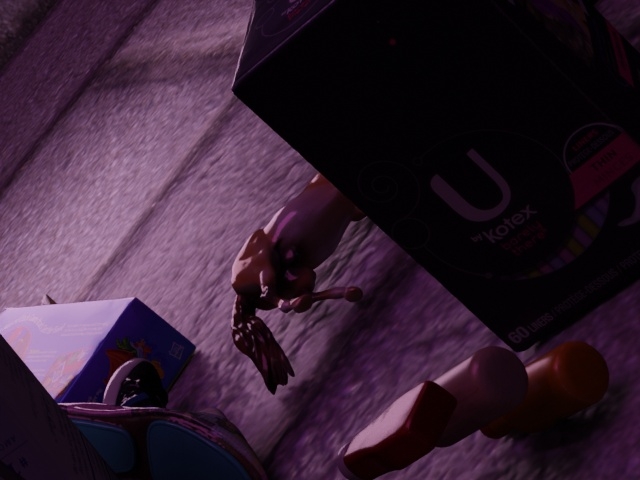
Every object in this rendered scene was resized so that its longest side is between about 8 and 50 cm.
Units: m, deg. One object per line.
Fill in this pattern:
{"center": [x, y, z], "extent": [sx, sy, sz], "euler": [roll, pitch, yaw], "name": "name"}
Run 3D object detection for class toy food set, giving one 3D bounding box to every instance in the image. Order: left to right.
{"center": [0.069, 0.149, 1.058], "extent": [0.104, 0.111, 0.232], "euler": [-41, 19, 54], "name": "toy food set"}

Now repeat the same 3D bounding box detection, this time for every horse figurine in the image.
{"center": [0.000, 0.000, 1.522], "extent": [0.263, 0.066, 0.174], "euler": [-52, 26, -17], "name": "horse figurine"}

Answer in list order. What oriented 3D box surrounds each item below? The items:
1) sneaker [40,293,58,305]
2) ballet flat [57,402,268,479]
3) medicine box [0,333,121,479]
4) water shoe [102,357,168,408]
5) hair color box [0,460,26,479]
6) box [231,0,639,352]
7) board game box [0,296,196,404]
{"center": [-0.298, 0.086, 2.016], "extent": [0.037, 0.032, 0.083], "euler": [-47, 20, 3], "name": "sneaker"}
{"center": [-0.119, 0.154, 1.409], "extent": [0.221, 0.077, 0.079], "euler": [6, 18, 31], "name": "ballet flat"}
{"center": [-0.276, 0.222, 1.288], "extent": [0.263, 0.289, 0.149], "euler": [-35, 23, 0], "name": "medicine box"}
{"center": [-0.134, 0.169, 1.510], "extent": [0.080, 0.073, 0.203], "euler": [-18, 35, 17], "name": "water shoe"}
{"center": [-0.178, 0.243, 1.035], "extent": [0.105, 0.347, 0.174], "euler": [-28, 29, 44], "name": "hair color box"}
{"center": [0.099, -0.088, 1.182], "extent": [0.165, 0.270, 0.143], "euler": [-38, 22, 26], "name": "box"}
{"center": [-0.279, 0.172, 1.756], "extent": [0.233, 0.078, 0.347], "euler": [-56, 22, -20], "name": "board game box"}
